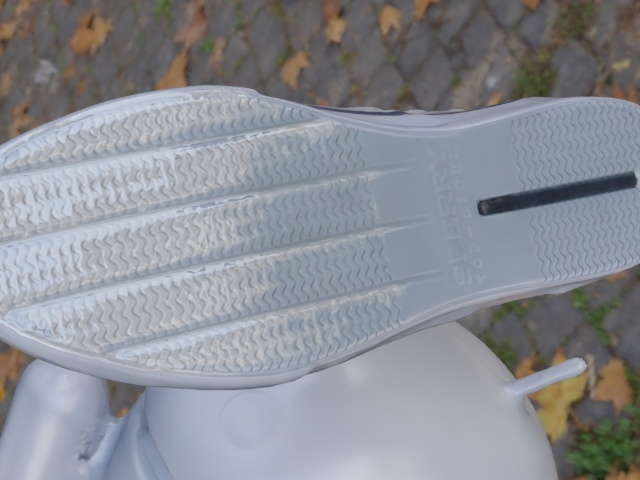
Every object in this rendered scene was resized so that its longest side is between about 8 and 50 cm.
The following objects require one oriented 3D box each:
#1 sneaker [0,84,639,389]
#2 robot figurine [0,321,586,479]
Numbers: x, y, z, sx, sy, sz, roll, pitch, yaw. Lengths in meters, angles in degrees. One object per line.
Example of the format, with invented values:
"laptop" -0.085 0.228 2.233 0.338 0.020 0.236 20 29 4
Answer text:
"sneaker" 0.000 0.000 0.434 0.091 0.258 0.094 -17 78 62
"robot figurine" -0.021 0.163 0.602 0.353 0.300 0.200 -61 7 21
